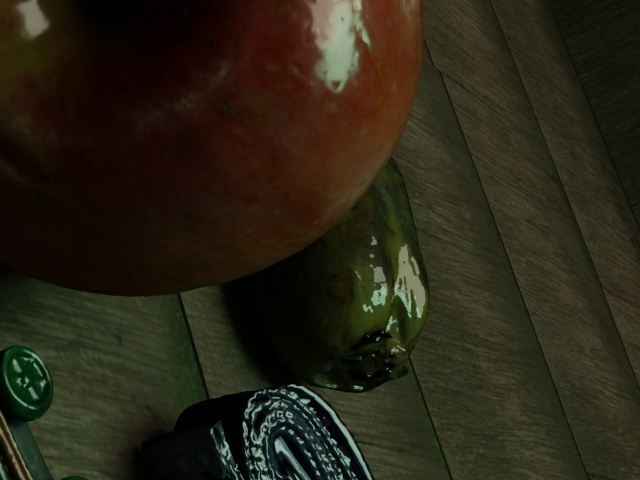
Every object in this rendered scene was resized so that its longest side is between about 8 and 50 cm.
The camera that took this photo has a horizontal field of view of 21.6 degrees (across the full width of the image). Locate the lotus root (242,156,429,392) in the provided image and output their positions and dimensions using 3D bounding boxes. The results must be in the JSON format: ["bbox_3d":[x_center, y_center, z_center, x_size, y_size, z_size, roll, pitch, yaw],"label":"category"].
[{"bbox_3d":[0.000,0.000,1.481,0.152,0.160,0.275,15,46,-33],"label":"lotus root"}]

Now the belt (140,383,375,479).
[{"bbox_3d":[-0.032,0.211,1.214,0.122,0.128,0.218,-28,94,-40],"label":"belt"}]

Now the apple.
[{"bbox_3d":[-0.110,-0.138,1.094,0.364,0.364,0.364,51,24,-33],"label":"apple"}]

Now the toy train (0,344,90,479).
[{"bbox_3d":[-0.201,0.137,0.919,0.136,0.091,0.227,-19,85,-59],"label":"toy train"}]
